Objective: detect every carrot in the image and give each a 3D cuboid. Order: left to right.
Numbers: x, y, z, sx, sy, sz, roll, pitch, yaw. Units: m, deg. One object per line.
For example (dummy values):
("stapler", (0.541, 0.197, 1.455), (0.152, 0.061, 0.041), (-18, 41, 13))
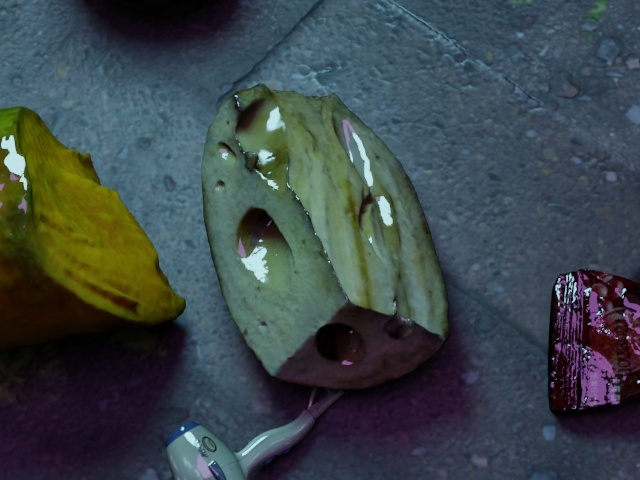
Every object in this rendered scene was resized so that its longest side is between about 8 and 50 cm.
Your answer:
("carrot", (-0.322, -0.006, 1.442), (0.341, 0.241, 0.241), (-9, 63, 0))

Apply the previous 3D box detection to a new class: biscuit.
("biscuit", (0.344, 0.099, 1.450), (0.235, 0.063, 0.151), (1, 75, -1))

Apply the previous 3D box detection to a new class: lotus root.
("lotus root", (-0.005, 0.003, 1.486), (0.210, 0.142, 0.314), (8, 51, -35))

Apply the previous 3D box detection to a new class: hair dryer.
("hair dryer", (-0.037, 0.236, 1.421), (0.199, 0.067, 0.167), (-15, 72, -20))

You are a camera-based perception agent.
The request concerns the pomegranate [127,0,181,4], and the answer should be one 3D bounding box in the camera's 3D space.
("pomegranate", (-0.202, -0.398, 1.653), (0.231, 0.231, 0.286), (-4, 46, 1))
